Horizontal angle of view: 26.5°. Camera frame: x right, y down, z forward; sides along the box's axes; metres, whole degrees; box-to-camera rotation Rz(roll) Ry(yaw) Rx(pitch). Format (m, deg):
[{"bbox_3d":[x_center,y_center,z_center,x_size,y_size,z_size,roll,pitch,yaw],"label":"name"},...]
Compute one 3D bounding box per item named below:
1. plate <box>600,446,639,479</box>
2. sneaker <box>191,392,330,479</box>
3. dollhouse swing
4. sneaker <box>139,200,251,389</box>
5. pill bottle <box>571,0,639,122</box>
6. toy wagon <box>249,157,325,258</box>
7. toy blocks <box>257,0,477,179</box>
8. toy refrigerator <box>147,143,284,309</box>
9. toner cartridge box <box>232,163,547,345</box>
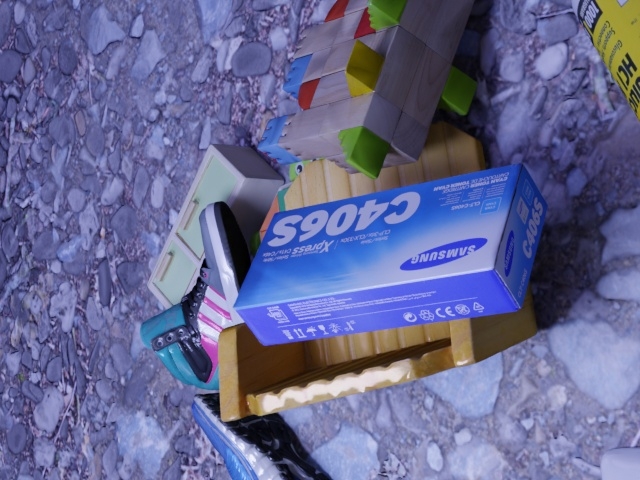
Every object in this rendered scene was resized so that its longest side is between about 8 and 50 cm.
[{"bbox_3d":[0.433,0.368,1.522,0.277,0.045,0.278,-12,80,45],"label":"plate"},{"bbox_3d":[-0.102,0.352,2.010,0.330,0.130,0.147,47,118,36],"label":"sneaker"},{"bbox_3d":[0.050,0.025,1.714,0.347,0.315,0.305,-15,88,27],"label":"dollhouse swing"},{"bbox_3d":[-0.187,0.095,2.036,0.178,0.124,0.295,-9,102,10],"label":"sneaker"},{"bbox_3d":[0.421,-0.179,1.455,0.188,0.188,0.334,-44,58,35],"label":"pill bottle"},{"bbox_3d":[0.000,0.000,1.963,0.267,0.068,0.344,-18,75,43],"label":"toy wagon"},{"bbox_3d":[0.059,-0.237,1.812,0.261,0.191,0.381,-6,58,55],"label":"toy blocks"},{"bbox_3d":[-0.168,-0.009,2.117,0.102,0.094,0.269,45,120,36],"label":"toy refrigerator"},{"bbox_3d":[0.077,0.020,1.575,0.348,0.075,0.165,-11,42,33],"label":"toner cartridge box"}]
